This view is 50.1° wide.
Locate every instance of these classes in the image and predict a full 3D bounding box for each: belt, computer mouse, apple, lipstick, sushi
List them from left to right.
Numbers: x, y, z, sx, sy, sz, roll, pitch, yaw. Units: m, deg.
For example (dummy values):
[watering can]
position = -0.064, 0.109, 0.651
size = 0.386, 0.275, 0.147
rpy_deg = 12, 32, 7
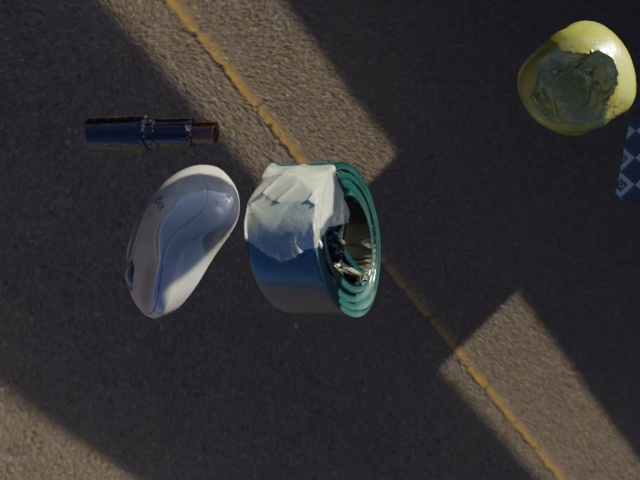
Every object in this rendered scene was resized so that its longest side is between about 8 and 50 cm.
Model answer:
[lipstick]
position = -0.369, -0.234, 1.501
size = 0.300, 0.081, 0.081
rpy_deg = 1, 106, 6
[computer mouse]
position = -0.265, -0.005, 1.213
size = 0.297, 0.184, 0.121
rpy_deg = -48, 140, 13
[belt]
position = 0.000, 0.000, 1.393
size = 0.173, 0.436, 0.300
rpy_deg = 1, 73, 17
[apple]
position = 0.630, -0.397, 1.700
size = 0.279, 0.279, 0.279
rpy_deg = -4, 107, -14
[sushi]
position = 0.475, -0.102, 0.923
size = 0.026, 0.126, 0.120
rpy_deg = -8, 109, -53
